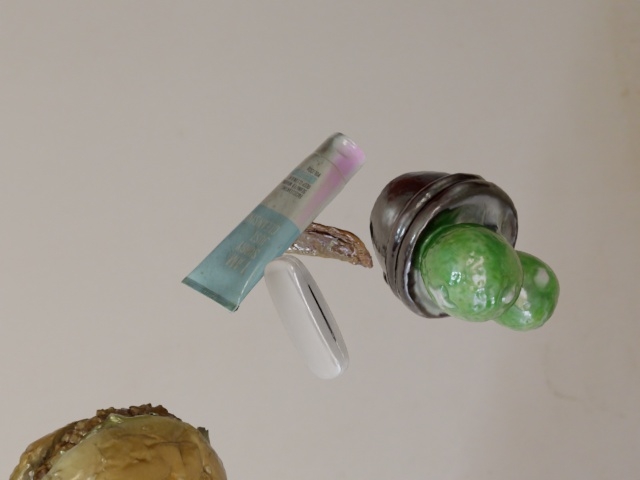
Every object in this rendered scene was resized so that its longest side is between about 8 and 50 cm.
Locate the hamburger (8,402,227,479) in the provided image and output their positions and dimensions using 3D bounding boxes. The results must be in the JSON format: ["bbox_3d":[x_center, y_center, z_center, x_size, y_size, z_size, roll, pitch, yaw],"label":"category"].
[{"bbox_3d":[-0.185,0.294,1.137,0.145,0.259,0.283,-4,86,44],"label":"hamburger"}]

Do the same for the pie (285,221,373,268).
[{"bbox_3d":[-0.001,-0.001,1.863,0.088,0.191,0.033,119,158,-56],"label":"pie"}]

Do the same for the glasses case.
[{"bbox_3d":[-0.017,0.094,1.517,0.063,0.041,0.164,-19,99,48],"label":"glasses case"}]

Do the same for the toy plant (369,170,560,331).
[{"bbox_3d":[0.162,0.019,1.401,0.235,0.218,0.175,39,102,42],"label":"toy plant"}]

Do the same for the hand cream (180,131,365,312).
[{"bbox_3d":[-0.062,-0.031,1.768,0.111,0.312,0.070,26,153,36],"label":"hand cream"}]
